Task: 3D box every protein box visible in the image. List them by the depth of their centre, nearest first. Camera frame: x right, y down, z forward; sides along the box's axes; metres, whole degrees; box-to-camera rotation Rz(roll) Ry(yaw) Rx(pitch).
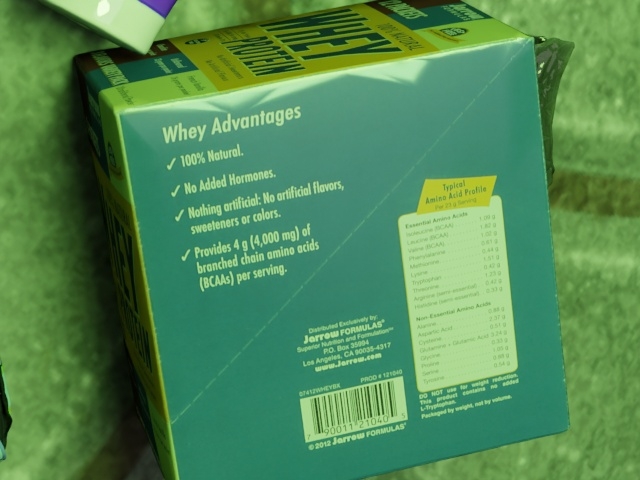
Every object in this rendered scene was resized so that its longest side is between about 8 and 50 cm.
[{"bbox_3d":[0.000,0.000,0.923,0.199,0.136,0.201,-12,109,-12],"label":"protein box"}]

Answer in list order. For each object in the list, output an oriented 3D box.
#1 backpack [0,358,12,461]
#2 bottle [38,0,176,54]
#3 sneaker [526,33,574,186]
[{"bbox_3d":[-0.211,0.032,0.826,0.117,0.158,0.173,-28,127,-14],"label":"backpack"},{"bbox_3d":[-0.046,-0.226,0.888,0.118,0.092,0.283,27,90,-18],"label":"bottle"},{"bbox_3d":[0.096,-0.029,1.056,0.089,0.051,0.170,-6,102,-26],"label":"sneaker"}]
